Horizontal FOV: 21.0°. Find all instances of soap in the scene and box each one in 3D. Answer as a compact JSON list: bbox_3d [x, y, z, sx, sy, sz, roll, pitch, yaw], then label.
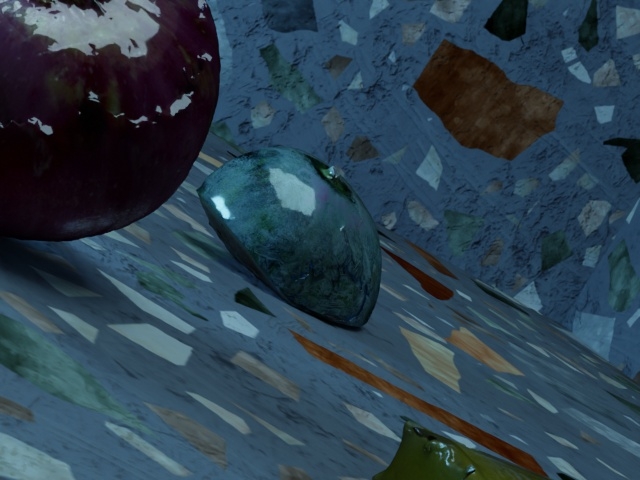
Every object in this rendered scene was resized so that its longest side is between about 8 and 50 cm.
[{"bbox_3d":[0.170,0.247,1.547,0.233,0.076,0.135,28,8,-34],"label":"soap"}]

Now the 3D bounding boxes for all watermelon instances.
[{"bbox_3d":[0.003,-0.006,2.306,0.322,0.175,0.188,23,9,-47],"label":"watermelon"}]

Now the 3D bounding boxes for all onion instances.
[{"bbox_3d":[-0.283,-0.145,1.624,0.358,0.345,0.358,28,22,-13],"label":"onion"}]
